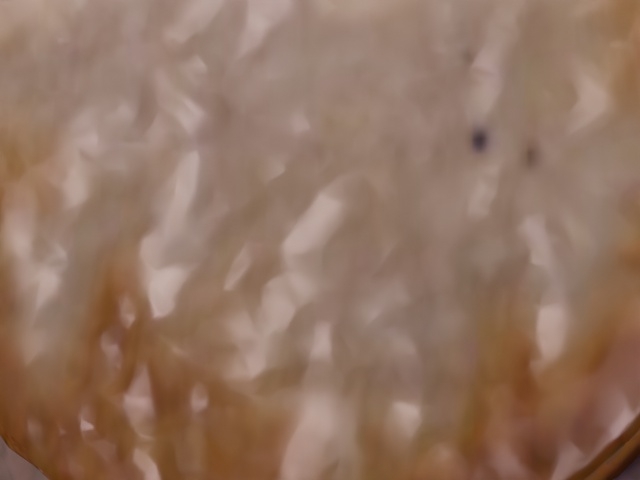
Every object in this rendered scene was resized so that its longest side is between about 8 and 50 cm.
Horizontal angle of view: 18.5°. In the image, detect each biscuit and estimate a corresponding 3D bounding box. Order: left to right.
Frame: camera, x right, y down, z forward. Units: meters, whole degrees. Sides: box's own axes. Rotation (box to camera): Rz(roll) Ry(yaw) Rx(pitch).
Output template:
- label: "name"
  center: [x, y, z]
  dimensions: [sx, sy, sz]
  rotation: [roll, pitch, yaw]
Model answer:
- label: "biscuit"
  center: [0.000, 0.000, 0.589]
  dimensions: [0.309, 0.040, 0.204]
  rotation: [-4, 82, 30]
